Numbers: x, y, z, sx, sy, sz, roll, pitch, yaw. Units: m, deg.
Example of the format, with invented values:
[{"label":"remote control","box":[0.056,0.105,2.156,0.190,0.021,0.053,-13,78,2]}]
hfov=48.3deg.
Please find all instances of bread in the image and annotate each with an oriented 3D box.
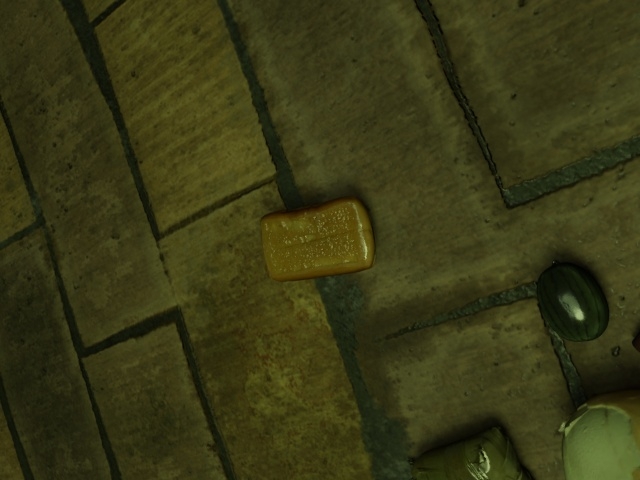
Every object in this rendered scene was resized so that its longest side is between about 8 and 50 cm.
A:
[{"label":"bread","box":[0.000,0.000,1.112,0.200,0.077,0.116,-10,89,33]}]

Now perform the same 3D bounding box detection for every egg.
[{"label":"egg","box":[0.395,0.274,0.810,0.244,0.201,0.201,3,98,21]}]

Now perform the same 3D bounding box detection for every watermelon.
[{"label":"watermelon","box":[0.320,0.076,0.908,0.078,0.078,0.111,-36,76,32]}]

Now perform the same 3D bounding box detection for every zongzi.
[{"label":"zongzi","box":[0.224,0.370,1.020,0.189,0.081,0.178,-36,91,40]}]

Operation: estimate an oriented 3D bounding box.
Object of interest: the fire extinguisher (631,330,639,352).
[{"label":"fire extinguisher","box":[0.432,0.069,0.853,0.078,0.045,0.157,51,124,43]}]
